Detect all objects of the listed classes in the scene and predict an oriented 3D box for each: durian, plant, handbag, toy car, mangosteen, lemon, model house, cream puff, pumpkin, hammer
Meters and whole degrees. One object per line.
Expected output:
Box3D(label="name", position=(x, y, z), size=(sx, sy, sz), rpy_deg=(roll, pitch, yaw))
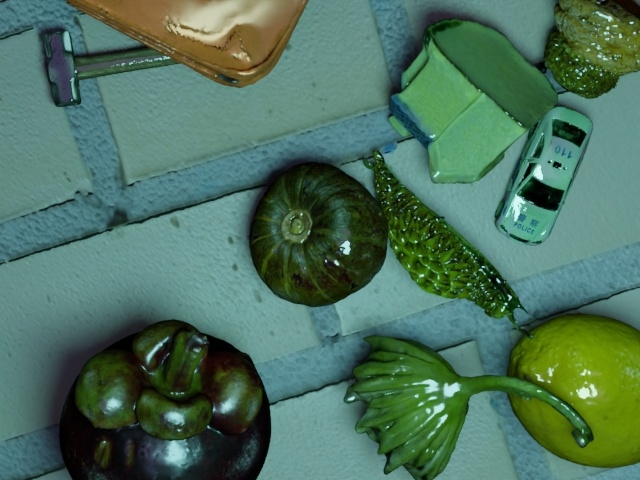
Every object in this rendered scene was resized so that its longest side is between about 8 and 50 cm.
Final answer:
Box3D(label="durian", position=(0.179, 0.022, 1.622), size=(0.106, 0.132, 0.375), rpy_deg=(-41, 79, 5))
Box3D(label="plant", position=(0.211, 0.216, 1.572), size=(0.333, 0.180, 0.251), rpy_deg=(-25, 94, 25))
Box3D(label="handbag", position=(-0.209, -0.428, 1.543), size=(0.410, 0.116, 0.303), rpy_deg=(27, 93, -12))
Box3D(label="toy car", position=(0.352, -0.101, 1.662), size=(0.090, 0.076, 0.224), rpy_deg=(22, 91, -6))
Box3D(label="mangosteen", position=(-0.215, 0.248, 1.510), size=(0.307, 0.347, 0.307), rpy_deg=(6, 51, -7))
Box3D(label="lemon", position=(0.409, 0.225, 1.601), size=(0.236, 0.236, 0.263), rpy_deg=(-36, 120, -2))
Box3D(label="model house", position=(0.210, -0.204, 1.613), size=(0.214, 0.195, 0.189), rpy_deg=(42, 126, 3))
Box3D(label="cream puff", position=(0.410, -0.301, 1.630), size=(0.183, 0.183, 0.169), rpy_deg=(32, 118, -4))
Box3D(label="pumpkin", position=(0.000, 0.000, 1.604), size=(0.219, 0.162, 0.219), rpy_deg=(-6, 74, 20))
Box3D(label="hammer", position=(-0.237, -0.289, 1.637), size=(0.365, 0.043, 0.111), rpy_deg=(-10, 92, -5))
